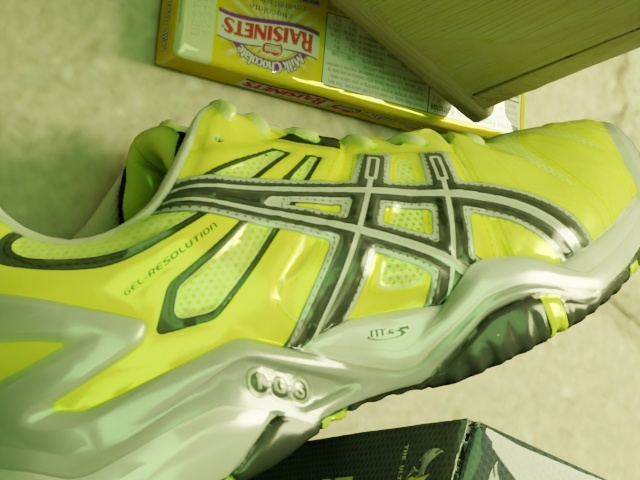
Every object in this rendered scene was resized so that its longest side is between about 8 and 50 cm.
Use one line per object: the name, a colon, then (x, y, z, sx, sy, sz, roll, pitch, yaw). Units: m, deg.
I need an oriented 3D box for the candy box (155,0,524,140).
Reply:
candy box: (0.018, -0.115, 0.815, 0.205, 0.027, 0.105, 12, 76, -31)

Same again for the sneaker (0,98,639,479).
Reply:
sneaker: (0.000, 0.000, 0.711, 0.384, 0.145, 0.147, -23, 94, -36)

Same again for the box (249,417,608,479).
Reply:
box: (0.091, 0.148, 0.716, 0.232, 0.183, 0.059, 25, 68, -26)

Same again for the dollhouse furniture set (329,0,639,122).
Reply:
dollhouse furniture set: (0.149, -0.289, 0.782, 0.362, 0.256, 0.394, 37, 53, -30)
